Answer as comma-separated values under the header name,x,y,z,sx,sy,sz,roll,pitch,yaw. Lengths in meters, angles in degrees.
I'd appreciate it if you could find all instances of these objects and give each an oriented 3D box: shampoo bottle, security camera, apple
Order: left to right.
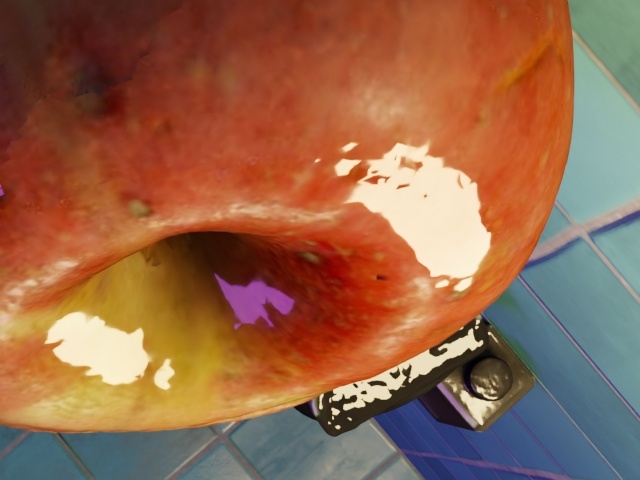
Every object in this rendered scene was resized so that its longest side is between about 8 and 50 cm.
name,x,y,z,sx,sy,sz,roll,pitch,yaw
apple,-0.077,-0.095,0.749,0.364,0.364,0.364,49,173,8
security camera,0.000,0.000,1.436,0.277,0.197,0.191,60,179,-22
shampoo bottle,0.142,0.132,1.631,0.080,0.079,0.246,49,173,-2
